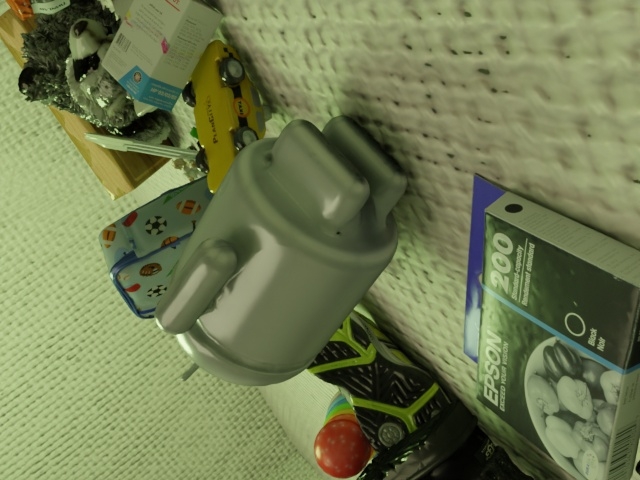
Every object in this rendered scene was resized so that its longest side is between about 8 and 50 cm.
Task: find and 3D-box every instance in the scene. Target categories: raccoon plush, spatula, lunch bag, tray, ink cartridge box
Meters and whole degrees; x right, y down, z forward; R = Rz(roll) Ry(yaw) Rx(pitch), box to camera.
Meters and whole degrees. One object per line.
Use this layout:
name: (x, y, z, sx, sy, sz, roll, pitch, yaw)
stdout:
raccoon plush: (-0.310, -0.269, 1.364, 0.299, 0.216, 0.446, 28, -175, 28)
spatula: (-0.323, -0.177, 1.450, 0.168, 0.241, 0.019, 178, 99, -72)
lunch bag: (-0.218, 0.013, 1.343, 0.243, 0.303, 0.115, 82, 162, -58)
tray: (-0.475, -0.308, 1.592, 0.076, 0.203, 0.411, -22, 109, 28)
ink cartridge box: (-0.196, -0.272, 0.978, 0.104, 0.181, 0.061, 44, -161, 32)
ink cartridge box: (0.180, 0.073, 0.643, 0.208, 0.045, 0.206, 37, 138, 49)

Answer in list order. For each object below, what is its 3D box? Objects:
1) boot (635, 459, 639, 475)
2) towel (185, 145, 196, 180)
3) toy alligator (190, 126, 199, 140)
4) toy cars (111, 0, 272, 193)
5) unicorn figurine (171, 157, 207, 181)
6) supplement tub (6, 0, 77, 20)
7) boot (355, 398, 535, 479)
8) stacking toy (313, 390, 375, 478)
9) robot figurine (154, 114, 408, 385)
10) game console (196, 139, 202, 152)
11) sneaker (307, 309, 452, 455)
boot: (0.349, 0.221, 0.517, 0.229, 0.091, 0.263, 49, 174, 15)
towel: (-0.251, -0.132, 1.613, 0.110, 0.027, 0.148, 52, 165, 10)
toy alligator: (-0.136, -0.135, 1.240, 0.189, 0.056, 0.051, 35, -160, 27)
toy cars: (-0.176, -0.222, 1.070, 0.393, 0.087, 0.177, 44, 123, 33)
unicorn figurine: (-0.215, -0.113, 1.479, 0.162, 0.060, 0.111, 46, 175, -13)
supplement tub: (-0.356, -0.391, 1.056, 0.117, 0.190, 0.117, 48, 164, 19)
boot: (0.173, 0.400, 1.035, 0.260, 0.131, 0.348, 45, 130, 5)
stacking toy: (0.059, 0.332, 1.303, 0.141, 0.141, 0.330, 52, -175, 7)
robot figurine: (-0.049, 0.027, 0.865, 0.200, 0.299, 0.353, 50, 125, 23)
game console: (-0.119, -0.109, 1.181, 0.144, 0.124, 0.085, 53, -166, 3)
sneaker: (0.103, 0.219, 1.196, 0.385, 0.145, 0.147, 50, -166, 9)
